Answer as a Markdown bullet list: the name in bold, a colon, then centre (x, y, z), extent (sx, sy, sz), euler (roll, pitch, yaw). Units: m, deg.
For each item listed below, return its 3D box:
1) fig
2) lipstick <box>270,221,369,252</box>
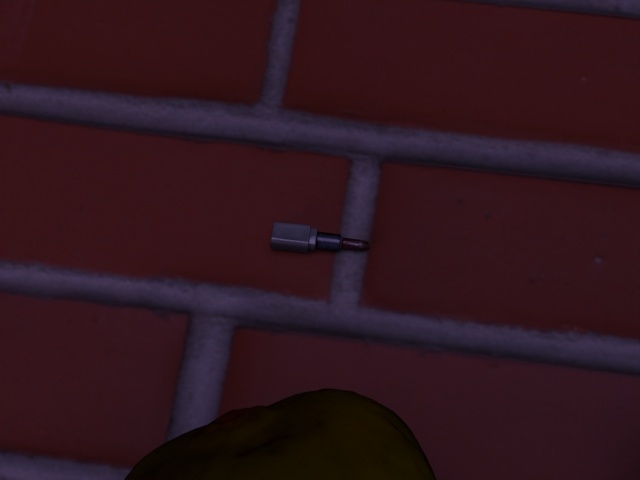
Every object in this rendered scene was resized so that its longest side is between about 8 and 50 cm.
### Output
- **fig**: centre (-0.025, 0.312, 1.266), extent (0.343, 0.343, 0.343), euler (-1, 66, 3)
- **lipstick**: centre (0.000, 0.000, 1.552), extent (0.107, 0.025, 0.025), euler (6, 67, 1)
